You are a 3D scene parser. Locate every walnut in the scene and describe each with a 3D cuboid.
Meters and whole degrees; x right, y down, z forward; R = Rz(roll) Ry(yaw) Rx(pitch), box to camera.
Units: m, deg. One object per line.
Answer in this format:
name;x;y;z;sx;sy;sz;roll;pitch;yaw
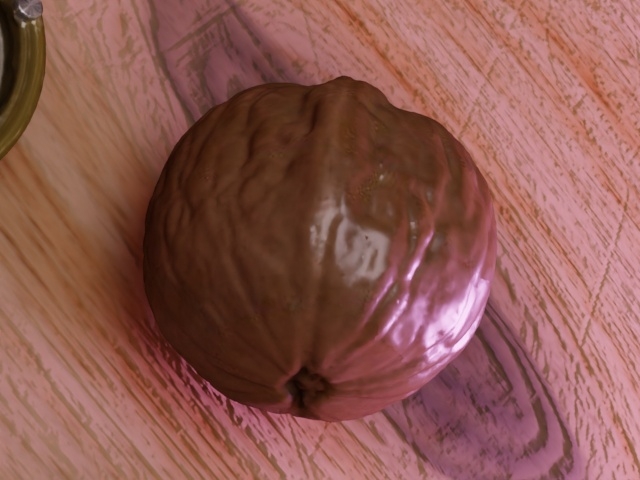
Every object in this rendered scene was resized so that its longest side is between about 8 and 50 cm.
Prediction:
walnut;0.000;0.000;1.115;0.228;0.228;0.228;13;65;-30

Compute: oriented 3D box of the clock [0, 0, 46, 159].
clock;-0.281;-0.125;1.065;0.237;0.057;0.237;12;66;-28
